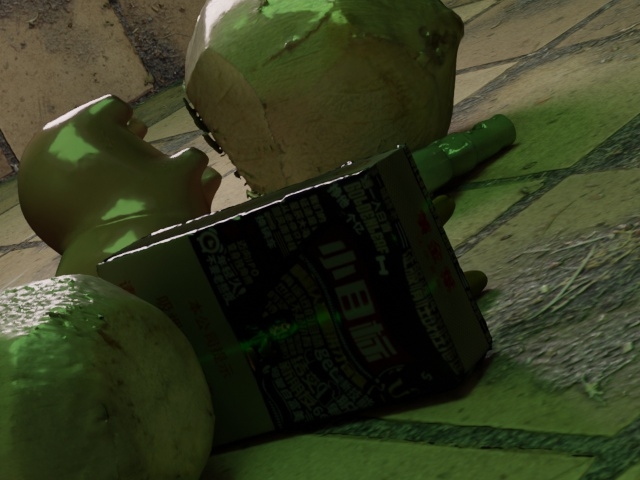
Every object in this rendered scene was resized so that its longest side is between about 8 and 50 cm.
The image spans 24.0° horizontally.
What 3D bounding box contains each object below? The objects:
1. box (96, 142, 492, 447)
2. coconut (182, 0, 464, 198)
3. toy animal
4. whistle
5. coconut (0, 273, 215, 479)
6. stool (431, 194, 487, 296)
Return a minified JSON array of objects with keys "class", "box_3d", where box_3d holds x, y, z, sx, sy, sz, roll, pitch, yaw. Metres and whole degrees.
[{"class":"box","box_3d":[-0.027,0.058,1.316,0.310,0.198,0.084,-18,9,33]},{"class":"coconut","box_3d":[0.017,-0.228,1.995,0.360,0.346,0.346,-30,12,19]},{"class":"toy animal","box_3d":[-0.222,0.001,1.678,0.269,0.326,0.237,-53,-26,-2]},{"class":"whistle","box_3d":[0.138,-0.086,1.837,0.258,0.067,0.126,-29,1,-31]},{"class":"coconut","box_3d":[-0.234,0.159,1.266,0.247,0.245,0.245,-21,15,26]},{"class":"stool","box_3d":[0.077,0.028,1.430,0.134,0.135,0.110,37,48,23]}]
